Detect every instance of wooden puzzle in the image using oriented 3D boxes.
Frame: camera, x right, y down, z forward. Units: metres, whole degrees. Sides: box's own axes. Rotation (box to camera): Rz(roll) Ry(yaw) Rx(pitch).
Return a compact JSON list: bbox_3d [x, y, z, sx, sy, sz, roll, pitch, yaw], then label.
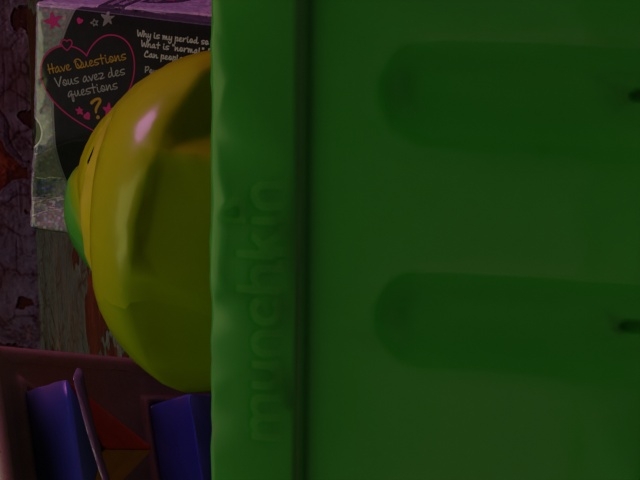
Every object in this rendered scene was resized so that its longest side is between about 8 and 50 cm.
[{"bbox_3d":[-0.139,0.246,1.288,0.080,0.348,0.322,-18,74,25],"label":"wooden puzzle"}]

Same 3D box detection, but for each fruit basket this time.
[{"bbox_3d":[0.000,0.000,0.689,0.283,0.392,0.392,-21,-65,-64],"label":"fruit basket"}]

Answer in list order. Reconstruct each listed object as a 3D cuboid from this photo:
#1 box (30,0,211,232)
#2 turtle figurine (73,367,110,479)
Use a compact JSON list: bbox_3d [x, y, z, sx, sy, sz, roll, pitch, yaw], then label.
[{"bbox_3d":[-0.061,-0.092,0.986,0.247,0.163,0.142,-41,-42,-69],"label":"box"},{"bbox_3d":[-0.071,0.183,1.138,0.266,0.197,0.275,-130,39,-70],"label":"turtle figurine"}]
